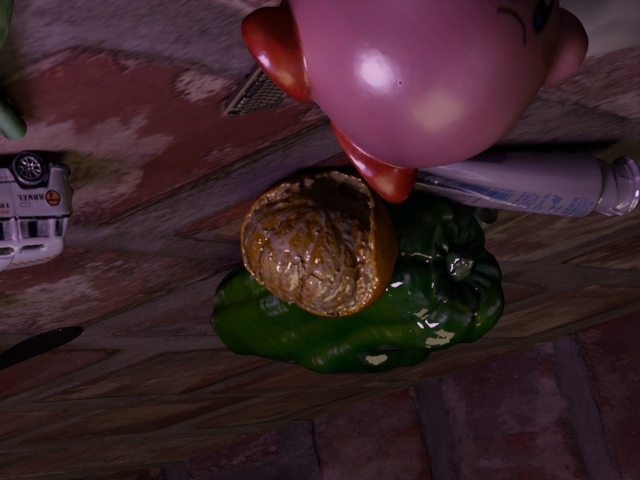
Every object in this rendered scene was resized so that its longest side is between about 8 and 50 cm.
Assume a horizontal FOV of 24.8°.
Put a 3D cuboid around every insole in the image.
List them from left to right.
[{"bbox_3d":[-0.394,0.149,1.945,0.080,0.003,0.232,1,161,-46],"label":"insole"}]

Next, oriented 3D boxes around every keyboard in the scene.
[{"bbox_3d":[-0.034,-0.125,1.120,0.049,0.015,0.129,-8,166,-24],"label":"keyboard"}]

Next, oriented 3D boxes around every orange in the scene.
[{"bbox_3d":[0.000,0.000,1.417,0.156,0.134,0.156,16,-162,-5],"label":"orange"}]

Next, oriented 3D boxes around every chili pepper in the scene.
[{"bbox_3d":[0.038,0.069,1.631,0.213,0.167,0.385,12,164,-37],"label":"chili pepper"}]

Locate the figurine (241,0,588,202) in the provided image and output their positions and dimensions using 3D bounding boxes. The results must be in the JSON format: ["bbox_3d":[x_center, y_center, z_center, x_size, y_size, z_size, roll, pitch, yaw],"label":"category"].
[{"bbox_3d":[0.063,-0.128,0.883,0.173,0.173,0.173,-13,167,-3],"label":"figurine"}]

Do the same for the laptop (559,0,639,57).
[{"bbox_3d":[0.232,-0.190,1.116,0.188,0.015,0.269,-13,167,0],"label":"laptop"}]

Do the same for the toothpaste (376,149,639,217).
[{"bbox_3d":[0.196,-0.063,1.526,0.299,0.073,0.114,2,166,-24],"label":"toothpaste"}]

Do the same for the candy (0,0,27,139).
[{"bbox_3d":[-0.218,-0.105,0.878,0.119,0.119,0.440,-13,174,-3],"label":"candy"}]

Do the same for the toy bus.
[{"bbox_3d":[-0.290,-0.016,1.165,0.194,0.089,0.087,-6,165,-34],"label":"toy bus"}]

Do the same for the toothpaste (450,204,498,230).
[{"bbox_3d":[0.112,0.004,1.764,0.075,0.048,0.297,-8,170,-33],"label":"toothpaste"}]
